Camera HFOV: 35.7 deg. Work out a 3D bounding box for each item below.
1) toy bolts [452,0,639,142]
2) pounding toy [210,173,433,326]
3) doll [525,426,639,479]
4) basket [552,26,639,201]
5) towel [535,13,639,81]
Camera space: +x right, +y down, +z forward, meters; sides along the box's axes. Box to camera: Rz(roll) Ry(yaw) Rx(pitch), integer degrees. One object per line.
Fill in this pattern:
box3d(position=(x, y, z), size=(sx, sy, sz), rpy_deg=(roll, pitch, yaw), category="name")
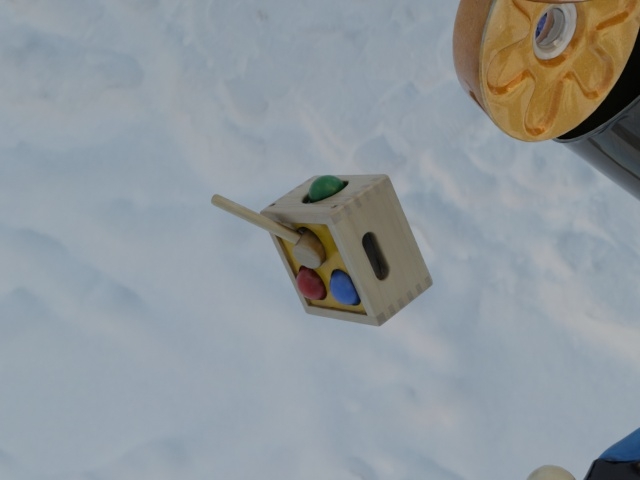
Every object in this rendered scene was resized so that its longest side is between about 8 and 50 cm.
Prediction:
box3d(position=(0.147, -0.136, 0.367), size=(0.228, 0.158, 0.218), rpy_deg=(-44, 134, -10), category="toy bolts")
box3d(position=(0.000, 0.000, 0.875), size=(0.130, 0.100, 0.141), rpy_deg=(4, 124, 55), category="pounding toy")
box3d(position=(0.221, 0.182, 0.624), size=(0.188, 0.129, 0.046), rpy_deg=(15, 151, 6), category="doll")
box3d(position=(0.305, -0.071, 0.731), size=(0.227, 0.204, 0.154), rpy_deg=(41, 148, -13), category="basket")
box3d(position=(0.334, -0.144, 0.923), size=(0.308, 0.228, 0.076), rpy_deg=(18, 120, -11), category="towel")
